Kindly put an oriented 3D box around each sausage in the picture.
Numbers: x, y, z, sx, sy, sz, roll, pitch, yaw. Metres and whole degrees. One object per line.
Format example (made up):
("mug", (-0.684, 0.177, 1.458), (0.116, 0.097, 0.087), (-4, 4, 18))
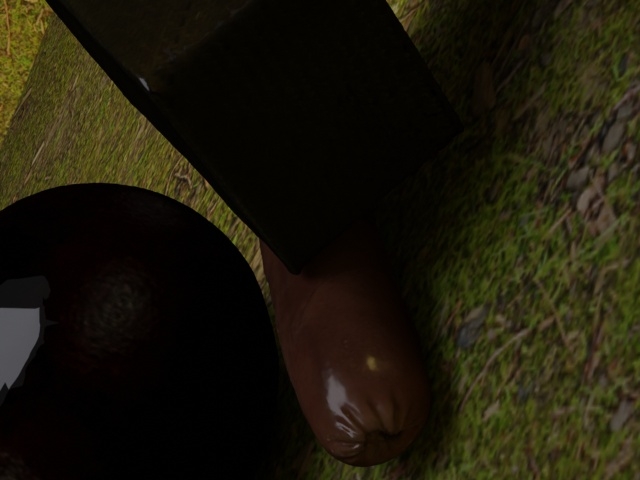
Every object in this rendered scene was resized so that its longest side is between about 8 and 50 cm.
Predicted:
("sausage", (-0.002, 0.001, 0.956), (0.088, 0.088, 0.433), (-57, 25, 24))

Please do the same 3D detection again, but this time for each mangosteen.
("mangosteen", (-0.173, 0.098, 0.989), (0.297, 0.293, 0.297), (-25, 44, 26))

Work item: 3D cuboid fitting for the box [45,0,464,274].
("box", (-0.062, -0.133, 0.901), (0.143, 0.184, 0.273), (-40, 41, -4))
